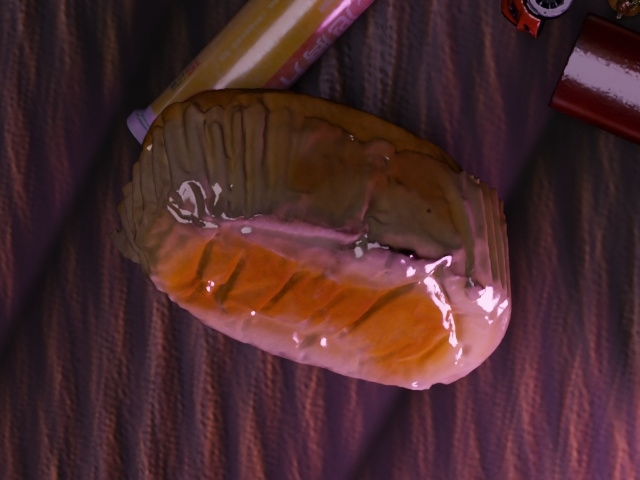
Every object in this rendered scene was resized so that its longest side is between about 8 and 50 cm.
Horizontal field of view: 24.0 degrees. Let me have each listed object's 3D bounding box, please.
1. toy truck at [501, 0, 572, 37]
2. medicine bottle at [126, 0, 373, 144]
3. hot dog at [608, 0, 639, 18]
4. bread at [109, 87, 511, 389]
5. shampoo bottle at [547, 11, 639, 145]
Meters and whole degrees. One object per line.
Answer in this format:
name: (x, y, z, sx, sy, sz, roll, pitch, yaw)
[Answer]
toy truck: (0.221, -0.325, 1.433, 0.114, 0.107, 0.253, 24, 100, 6)
medicine bottle: (-0.012, -0.236, 1.484, 0.108, 0.108, 0.426, 44, 102, 1)
hot dog: (0.321, -0.272, 1.457, 0.056, 0.041, 0.133, 29, 102, 4)
bread: (0.008, -0.008, 1.443, 0.388, 0.183, 0.236, 24, 127, -22)
shampoo bottle: (0.359, -0.125, 1.462, 0.260, 0.064, 0.102, 24, 98, 4)
